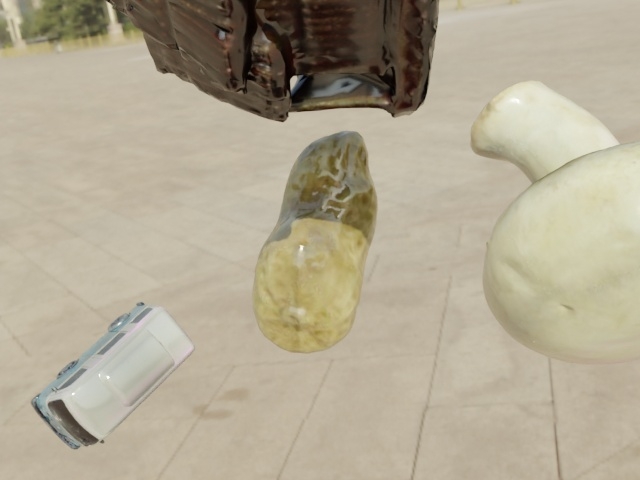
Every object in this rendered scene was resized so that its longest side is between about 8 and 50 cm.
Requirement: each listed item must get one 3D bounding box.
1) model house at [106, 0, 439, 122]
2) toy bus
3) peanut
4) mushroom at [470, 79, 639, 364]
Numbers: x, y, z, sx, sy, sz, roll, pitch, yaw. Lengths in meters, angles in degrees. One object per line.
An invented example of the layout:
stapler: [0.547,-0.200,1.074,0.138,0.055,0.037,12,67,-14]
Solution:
model house: [-0.074,-0.256,0.599,0.282,0.297,0.317,-9,-26,-2]
toy bus: [-0.163,0.108,0.658,0.123,0.060,0.075,-45,16,-28]
peanut: [0.000,0.000,0.918,0.122,0.253,0.137,14,-15,10]
mushroom: [0.301,0.004,0.902,0.356,0.315,0.315,25,24,8]
